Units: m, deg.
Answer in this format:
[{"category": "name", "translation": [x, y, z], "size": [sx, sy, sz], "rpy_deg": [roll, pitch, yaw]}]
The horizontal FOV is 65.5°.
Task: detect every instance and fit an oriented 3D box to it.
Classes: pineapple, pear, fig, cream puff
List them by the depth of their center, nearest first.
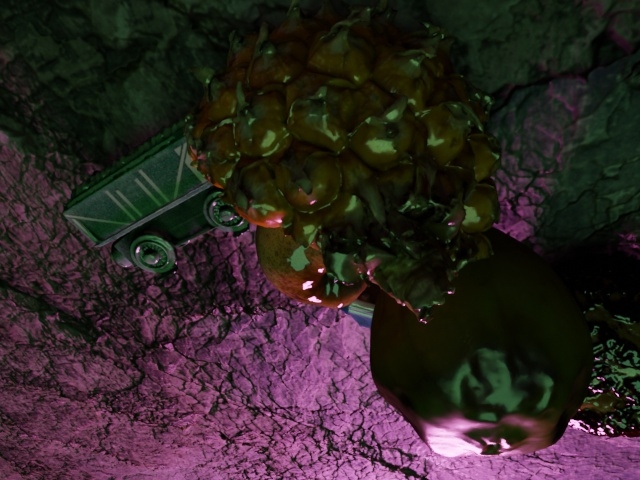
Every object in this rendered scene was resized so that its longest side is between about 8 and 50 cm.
[{"category": "pineapple", "translation": [0.069, -0.096, 0.415], "size": [0.344, 0.286, 0.209], "rpy_deg": [5, 118, -20]}, {"category": "fig", "translation": [0.172, 0.099, 0.565], "size": [0.239, 0.271, 0.239], "rpy_deg": [5, 138, 5]}, {"category": "pear", "translation": [0.000, 0.000, 0.616], "size": [0.167, 0.137, 0.167], "rpy_deg": [-6, 138, -5]}, {"category": "cream puff", "translation": [0.365, 0.140, 0.640], "size": [0.239, 0.165, 0.239], "rpy_deg": [14, 121, 24]}]

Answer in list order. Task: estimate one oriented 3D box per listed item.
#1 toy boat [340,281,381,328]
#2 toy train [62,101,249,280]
[{"category": "toy boat", "translation": [0.136, 0.075, 0.696], "size": [0.215, 0.088, 0.102], "rpy_deg": [9, 126, 2]}, {"category": "toy train", "translation": [-0.182, -0.057, 0.626], "size": [0.269, 0.115, 0.154], "rpy_deg": [-24, 114, 25]}]
